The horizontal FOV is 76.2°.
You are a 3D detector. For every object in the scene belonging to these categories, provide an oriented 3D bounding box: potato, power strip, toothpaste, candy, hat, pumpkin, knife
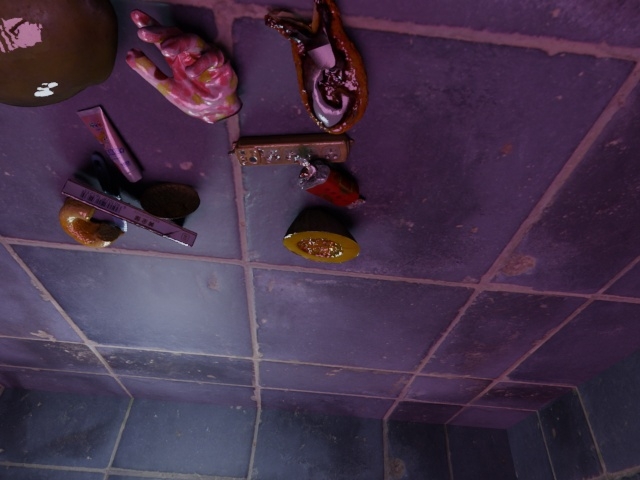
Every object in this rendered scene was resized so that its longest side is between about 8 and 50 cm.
[{"bbox_3d":[-0.501,-0.352,0.686,0.326,0.221,0.243,-6,138,5],"label":"potato"},{"bbox_3d":[-0.073,-0.212,0.961,0.305,0.044,0.064,-1,142,6],"label":"power strip"},{"bbox_3d":[-0.498,-0.228,0.984,0.067,0.043,0.194,-6,134,17],"label":"toothpaste"},{"bbox_3d":[0.025,-0.135,1.005,0.086,0.059,0.292,-16,155,35],"label":"candy"},{"bbox_3d":[-0.388,-0.081,1.064,0.146,0.146,0.067,9,133,-6],"label":"hat"},{"bbox_3d":[0.002,-0.018,1.157,0.217,0.110,0.217,1,153,0],"label":"pumpkin"},{"bbox_3d":[-0.582,-0.123,1.139,0.044,0.019,0.313,8,143,-7],"label":"knife"}]

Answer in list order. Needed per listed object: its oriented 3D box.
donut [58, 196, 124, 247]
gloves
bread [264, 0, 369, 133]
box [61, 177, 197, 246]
[{"bbox_3d":[-0.680,-0.048,1.190,0.146,0.078,0.181,-3,137,12],"label":"donut"},{"bbox_3d":[-0.254,-0.333,0.773,0.145,0.126,0.241,11,151,31],"label":"gloves"},{"bbox_3d":[0.011,-0.331,0.781,0.139,0.095,0.269,-15,123,19],"label":"bread"},{"bbox_3d":[-0.504,-0.070,1.083,0.325,0.047,0.180,28,170,-31],"label":"box"}]
